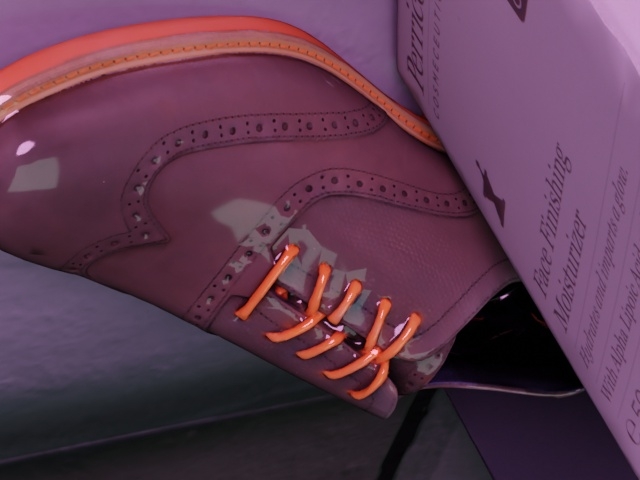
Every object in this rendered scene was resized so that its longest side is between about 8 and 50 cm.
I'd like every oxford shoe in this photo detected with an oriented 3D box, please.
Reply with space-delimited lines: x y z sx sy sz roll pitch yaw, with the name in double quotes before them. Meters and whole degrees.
"oxford shoe" 0.000 0.000 0.602 0.271 0.098 0.097 8 133 -42

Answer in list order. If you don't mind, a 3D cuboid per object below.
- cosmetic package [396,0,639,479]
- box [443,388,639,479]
"cosmetic package" 0.126 -0.057 0.536 0.151 0.184 0.151 -20 147 -13
"box" 0.186 0.149 0.794 0.103 0.261 0.184 -40 145 18
